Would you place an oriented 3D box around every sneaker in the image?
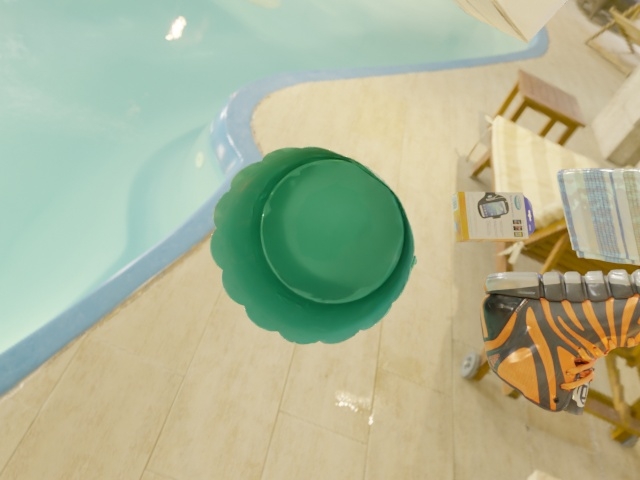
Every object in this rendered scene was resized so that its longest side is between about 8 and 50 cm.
[{"bbox_3d":[0.362,0.131,0.759,0.125,0.321,0.180,14,76,-50],"label":"sneaker"}]

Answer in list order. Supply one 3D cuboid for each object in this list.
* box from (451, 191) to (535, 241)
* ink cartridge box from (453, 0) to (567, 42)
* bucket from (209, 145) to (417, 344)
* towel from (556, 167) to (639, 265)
[{"bbox_3d":[0.286,-0.039,0.993,0.136,0.028,0.081,0,79,-15],"label":"box"},{"bbox_3d":[0.323,-0.493,1.066,0.168,0.171,0.232,32,18,-33],"label":"ink cartridge box"},{"bbox_3d":[0.000,0.000,0.869,0.281,0.281,0.183,34,12,6],"label":"bucket"},{"bbox_3d":[0.599,-0.047,1.195,0.034,0.285,0.209,-24,104,-20],"label":"towel"}]
